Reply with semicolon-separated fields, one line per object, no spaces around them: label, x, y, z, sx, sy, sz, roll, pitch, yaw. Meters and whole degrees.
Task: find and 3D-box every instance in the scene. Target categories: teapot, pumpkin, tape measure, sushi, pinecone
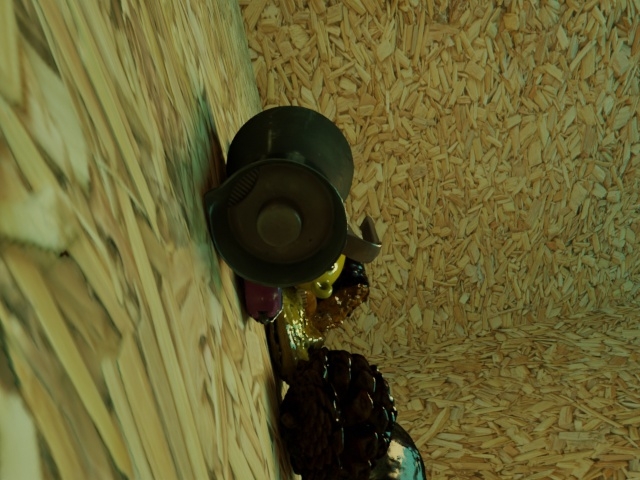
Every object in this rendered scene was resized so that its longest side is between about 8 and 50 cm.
teapot;-0.039;-0.075;0.812;0.253;0.300;0.344;-62;-169;23
pumpkin;0.153;0.788;1.485;0.454;0.343;0.455;180;-90;-77
tape measure;-0.105;0.089;0.834;0.118;0.074;0.125;124;-40;-81
sushi;0.035;0.204;1.623;0.234;0.348;0.208;21;41;-42
pinecone;0.040;0.380;1.000;0.296;0.241;0.299;5;99;-64

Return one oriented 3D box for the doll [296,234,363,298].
doll;-0.029;-0.019;1.323;0.423;0.348;0.161;38;-53;29

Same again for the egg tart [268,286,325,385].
egg tart;-0.065;0.225;1.176;0.297;0.132;0.297;165;-90;-84

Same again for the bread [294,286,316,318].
bread;-0.080;0.149;1.420;0.250;0.133;0.179;79;3;-56
